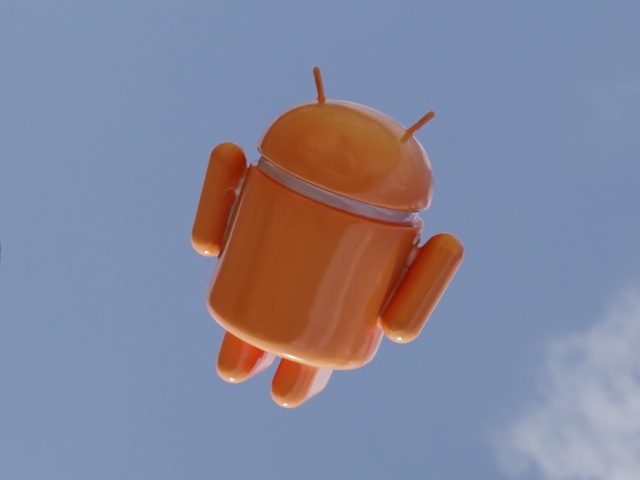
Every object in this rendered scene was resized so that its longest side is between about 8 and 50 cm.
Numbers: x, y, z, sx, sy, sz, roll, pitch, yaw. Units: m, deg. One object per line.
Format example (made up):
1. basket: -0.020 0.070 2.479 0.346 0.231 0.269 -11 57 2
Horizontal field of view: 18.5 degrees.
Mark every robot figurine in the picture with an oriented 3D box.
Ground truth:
1. robot figurine: 0.002 0.001 1.320 0.158 0.128 0.219 35 -70 51
